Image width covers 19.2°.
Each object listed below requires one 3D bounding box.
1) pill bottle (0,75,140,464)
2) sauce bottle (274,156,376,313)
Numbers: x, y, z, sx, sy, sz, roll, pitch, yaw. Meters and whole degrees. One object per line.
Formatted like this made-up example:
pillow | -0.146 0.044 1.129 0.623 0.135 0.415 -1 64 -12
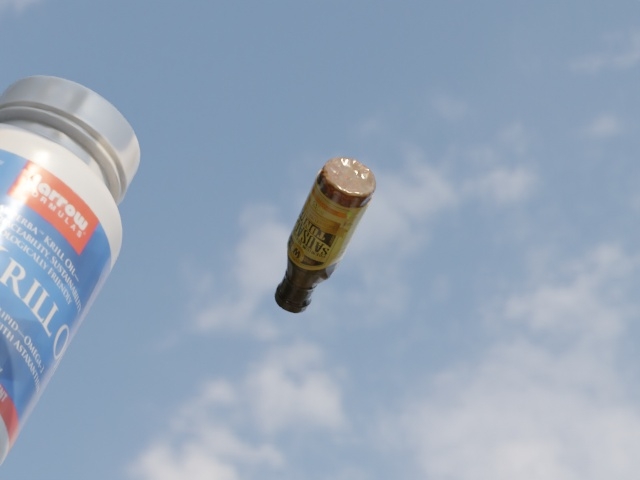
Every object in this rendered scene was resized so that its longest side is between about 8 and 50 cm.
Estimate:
pill bottle | -0.183 0.014 1.037 0.124 0.221 0.124 15 -39 12
sauce bottle | 0.000 0.000 1.291 0.042 0.042 0.128 15 -49 -9
